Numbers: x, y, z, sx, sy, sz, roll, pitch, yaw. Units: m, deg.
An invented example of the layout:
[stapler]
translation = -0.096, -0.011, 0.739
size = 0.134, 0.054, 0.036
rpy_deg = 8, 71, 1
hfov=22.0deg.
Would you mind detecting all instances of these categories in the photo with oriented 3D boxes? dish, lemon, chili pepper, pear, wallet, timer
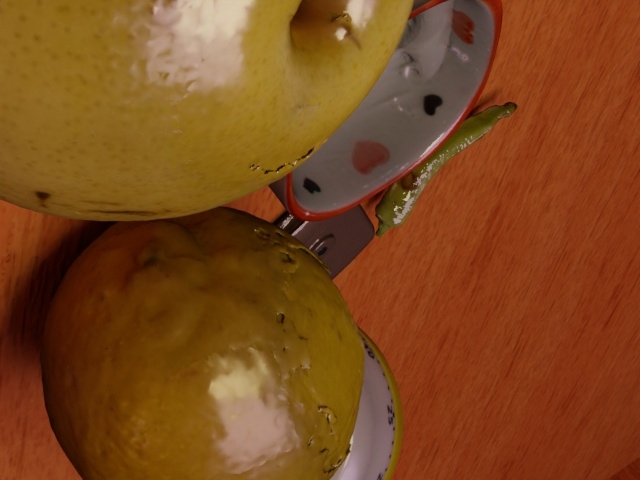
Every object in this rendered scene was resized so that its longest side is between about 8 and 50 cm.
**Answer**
[dish]
translation = 0.028, -0.148, 1.397
size = 0.256, 0.117, 0.256
rpy_deg = -35, 155, -19
[lemon]
translation = -0.100, 0.113, 1.420
size = 0.297, 0.297, 0.297
rpy_deg = -34, 154, -19
[chili pepper]
translation = 0.125, -0.088, 1.736
size = 0.208, 0.049, 0.043
rpy_deg = -44, -170, -5
[pear]
translation = -0.117, -0.177, 0.898
size = 0.348, 0.348, 0.348
rpy_deg = -34, 154, -19
[wallet]
translation = 0.000, 0.000, 1.690
size = 0.118, 0.039, 0.153
rpy_deg = -45, 157, -2
[timer]
translation = -0.035, 0.187, 1.687
size = 0.285, 0.285, 0.285
rpy_deg = -34, 154, -19
